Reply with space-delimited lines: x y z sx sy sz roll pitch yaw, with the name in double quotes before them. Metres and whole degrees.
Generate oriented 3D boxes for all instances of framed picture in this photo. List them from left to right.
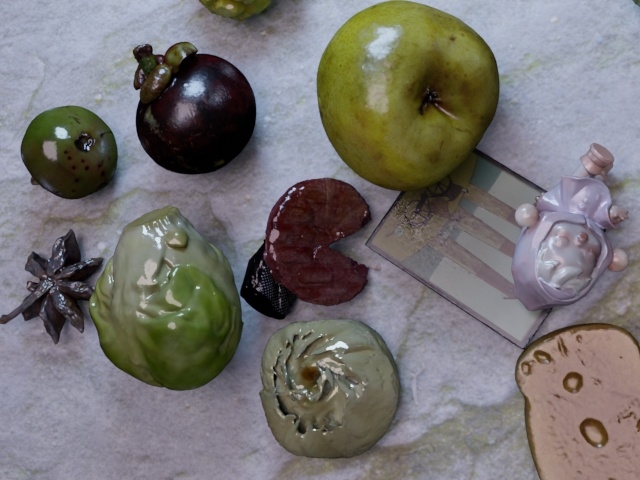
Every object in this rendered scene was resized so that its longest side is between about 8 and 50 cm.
"framed picture" 0.271 -0.007 1.673 0.324 0.013 0.244 34 88 20

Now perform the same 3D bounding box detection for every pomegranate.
"pomegranate" -0.492 -0.169 1.904 0.210 0.179 0.179 6 86 32

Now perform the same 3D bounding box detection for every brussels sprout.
"brussels sprout" -0.269 0.111 1.736 0.317 0.242 0.274 66 150 11

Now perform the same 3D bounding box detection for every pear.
"pear" 0.127 -0.241 1.628 0.304 0.304 0.304 -2 84 20

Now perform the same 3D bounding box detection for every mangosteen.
"mangosteen" -0.238 -0.243 1.770 0.228 0.265 0.228 -29 33 21

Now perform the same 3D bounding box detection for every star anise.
"star anise" -0.516 0.098 1.924 0.209 0.089 0.231 37 86 27

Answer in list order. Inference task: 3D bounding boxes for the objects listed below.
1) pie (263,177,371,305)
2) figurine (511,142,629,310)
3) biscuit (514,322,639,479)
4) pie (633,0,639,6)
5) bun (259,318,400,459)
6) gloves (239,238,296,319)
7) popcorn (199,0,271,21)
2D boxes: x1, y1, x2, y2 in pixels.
"pie" 0.000 0.000 1.712 0.054 0.204 0.219 -3 70 64
"figurine" 0.390 -0.017 1.570 0.200 0.133 0.276 26 80 -10
"biscuit" 0.465 0.291 1.565 0.287 0.057 0.344 -21 77 17
"pie" 0.685 -0.486 1.509 0.418 0.180 0.395 13 90 28
"bun" 0.006 0.250 1.688 0.259 0.152 0.259 -3 81 18
"gloves" -0.066 0.036 1.764 0.129 0.106 0.181 35 68 -18
"popcorn" -0.151 -0.527 1.812 0.255 0.195 0.256 12 88 30
